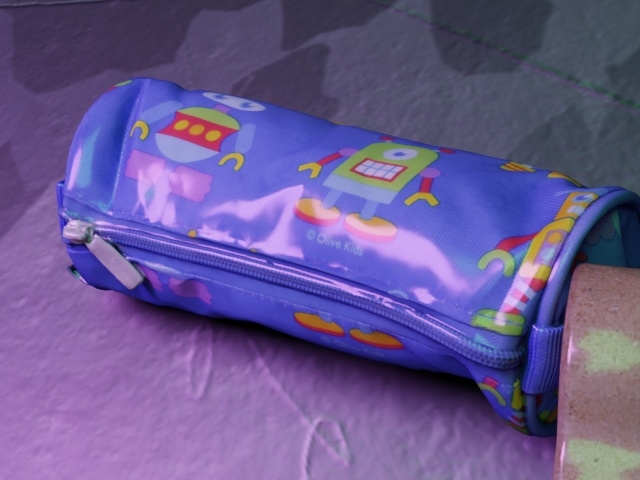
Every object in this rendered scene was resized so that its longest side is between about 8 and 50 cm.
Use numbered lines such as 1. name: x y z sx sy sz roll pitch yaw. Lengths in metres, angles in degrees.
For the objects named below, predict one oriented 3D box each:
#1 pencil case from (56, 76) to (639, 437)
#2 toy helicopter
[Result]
1. pencil case: 0.000 0.000 0.519 0.306 0.119 0.133 16 33 28
2. toy helicopter: 0.073 0.158 0.301 0.140 0.235 0.355 2 60 20
